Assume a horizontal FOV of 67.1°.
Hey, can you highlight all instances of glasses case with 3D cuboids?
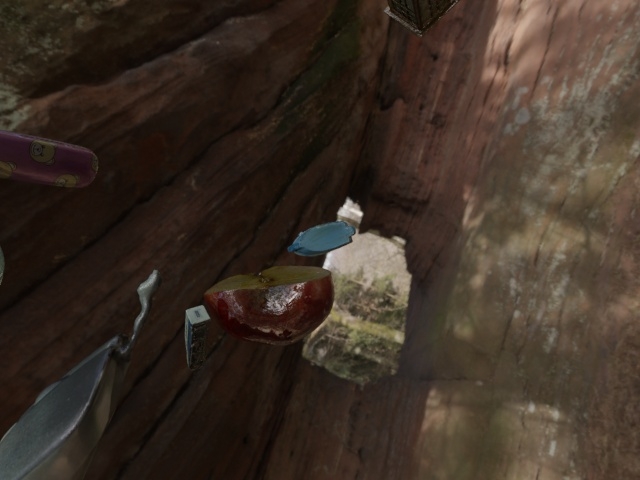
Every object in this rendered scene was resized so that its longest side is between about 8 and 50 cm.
[{"bbox_3d":[-0.769,-0.219,1.319,0.316,0.076,0.123,5,-65,-51],"label":"glasses case"}]

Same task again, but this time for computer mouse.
[{"bbox_3d":[-0.259,0.190,0.471,0.379,0.090,0.167,-63,17,2],"label":"computer mouse"}]

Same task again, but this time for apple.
[{"bbox_3d":[-0.148,0.155,1.382,0.295,0.329,0.365,-59,16,-6],"label":"apple"}]

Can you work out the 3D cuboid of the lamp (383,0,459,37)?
[{"bbox_3d":[0.106,-0.408,0.612,0.090,0.089,0.325,-43,-26,2],"label":"lamp"}]

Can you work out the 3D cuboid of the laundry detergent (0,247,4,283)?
[{"bbox_3d":[-0.902,0.064,1.062,0.305,0.287,0.287,-34,0,3],"label":"laundry detergent"}]

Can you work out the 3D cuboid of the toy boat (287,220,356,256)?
[{"bbox_3d":[0.000,0.000,1.509,0.102,0.215,0.088,150,102,-71],"label":"toy boat"}]

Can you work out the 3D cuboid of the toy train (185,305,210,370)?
[{"bbox_3d":[-0.326,0.262,1.262,0.051,0.052,0.233,55,145,32],"label":"toy train"}]
